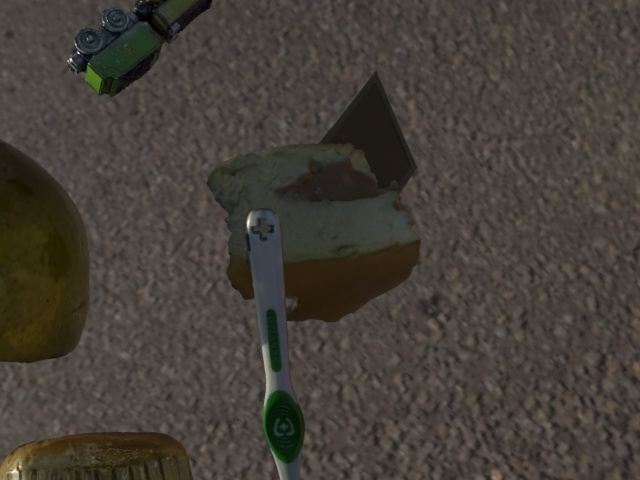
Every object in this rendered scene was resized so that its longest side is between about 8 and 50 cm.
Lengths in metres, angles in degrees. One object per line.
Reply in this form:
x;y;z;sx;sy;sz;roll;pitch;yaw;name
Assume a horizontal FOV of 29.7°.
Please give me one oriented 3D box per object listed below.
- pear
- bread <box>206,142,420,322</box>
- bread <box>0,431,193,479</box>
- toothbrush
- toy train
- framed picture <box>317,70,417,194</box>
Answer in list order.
-0.397;-0.022;1.353;0.386;0.340;0.191;-71;7;-78;pear
-0.010;0.005;1.460;0.224;0.211;0.184;-12;61;-7;bread
-0.281;0.298;1.521;0.140;0.236;0.106;-34;59;56;bread
-0.038;0.172;1.203;0.042;0.418;0.040;-5;10;3;toothbrush
-0.201;-0.246;1.392;0.202;0.081;0.060;-44;-3;-24;toy train
0.063;-0.116;1.893;0.014;0.197;0.252;0;40;36;framed picture
